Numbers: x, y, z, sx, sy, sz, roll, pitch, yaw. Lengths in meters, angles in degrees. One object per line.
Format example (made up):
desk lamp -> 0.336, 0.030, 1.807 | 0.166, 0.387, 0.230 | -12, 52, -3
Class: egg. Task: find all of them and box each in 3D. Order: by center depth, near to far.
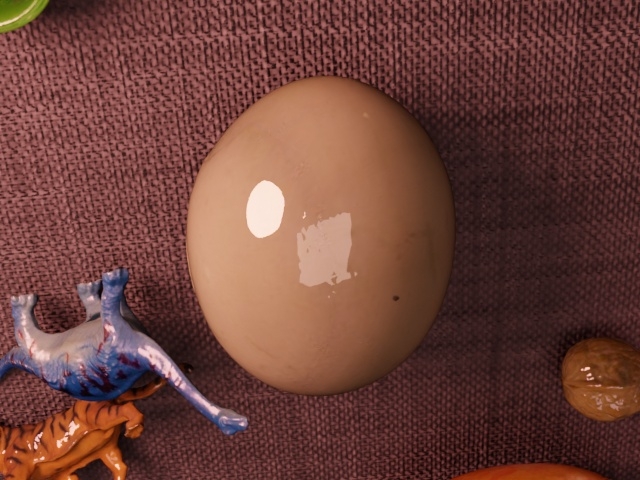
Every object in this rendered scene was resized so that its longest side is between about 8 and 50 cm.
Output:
egg -> 0.000, 0.000, 0.673 | 0.219, 0.219, 0.269 | 5, 111, -6

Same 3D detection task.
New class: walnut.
walnut -> 0.288, 0.140, 0.836 | 0.092, 0.092, 0.092 | -2, 116, -3

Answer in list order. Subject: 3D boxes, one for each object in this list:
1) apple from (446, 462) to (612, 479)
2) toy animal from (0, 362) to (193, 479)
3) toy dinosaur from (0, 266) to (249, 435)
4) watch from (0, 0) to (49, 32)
apple -> 0.212, 0.369, 0.837 | 0.275, 0.299, 0.299 | -17, 121, -31
toy animal -> -0.227, 0.187, 0.824 | 0.255, 0.116, 0.114 | -30, 145, 5
toy dinosaur -> -0.206, 0.090, 0.755 | 0.329, 0.076, 0.144 | 0, 97, 27
watch -> -0.266, -0.241, 0.604 | 0.165, 0.131, 0.152 | 11, 133, -14
